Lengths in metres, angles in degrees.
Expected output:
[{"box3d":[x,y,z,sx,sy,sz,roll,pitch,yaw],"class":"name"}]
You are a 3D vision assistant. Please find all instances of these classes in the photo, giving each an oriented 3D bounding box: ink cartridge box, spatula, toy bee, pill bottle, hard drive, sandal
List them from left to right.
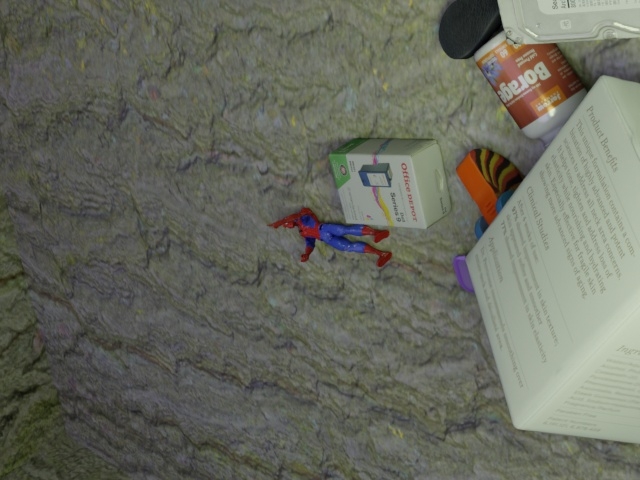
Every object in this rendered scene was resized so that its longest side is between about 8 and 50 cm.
[{"box3d":[0.135,-0.113,1.937,0.212,0.093,0.154,6,119,42],"class":"ink cartridge box"},{"box3d":[0.278,-0.376,1.621,0.254,0.054,0.097,-40,60,55],"class":"sandal"},{"box3d":[0.354,-0.024,1.750,0.195,0.162,0.298,-21,75,60],"class":"toy bee"},{"box3d":[0.381,0.070,1.856,0.296,0.030,0.084,5,120,44],"class":"spatula"},{"box3d":[0.352,-0.243,1.599,0.216,0.121,0.121,56,141,1],"class":"pill bottle"},{"box3d":[0.405,-0.391,1.377,0.339,0.064,0.237,3,134,27],"class":"hard drive"}]

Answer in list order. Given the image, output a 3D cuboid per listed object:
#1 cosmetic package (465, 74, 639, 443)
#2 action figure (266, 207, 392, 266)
[{"box3d":[0.462,0.047,1.395,0.393,0.327,0.329,121,152,-42],"class":"cosmetic package"},{"box3d":[0.000,0.000,2.126,0.280,0.139,0.091,18,126,41],"class":"action figure"}]
